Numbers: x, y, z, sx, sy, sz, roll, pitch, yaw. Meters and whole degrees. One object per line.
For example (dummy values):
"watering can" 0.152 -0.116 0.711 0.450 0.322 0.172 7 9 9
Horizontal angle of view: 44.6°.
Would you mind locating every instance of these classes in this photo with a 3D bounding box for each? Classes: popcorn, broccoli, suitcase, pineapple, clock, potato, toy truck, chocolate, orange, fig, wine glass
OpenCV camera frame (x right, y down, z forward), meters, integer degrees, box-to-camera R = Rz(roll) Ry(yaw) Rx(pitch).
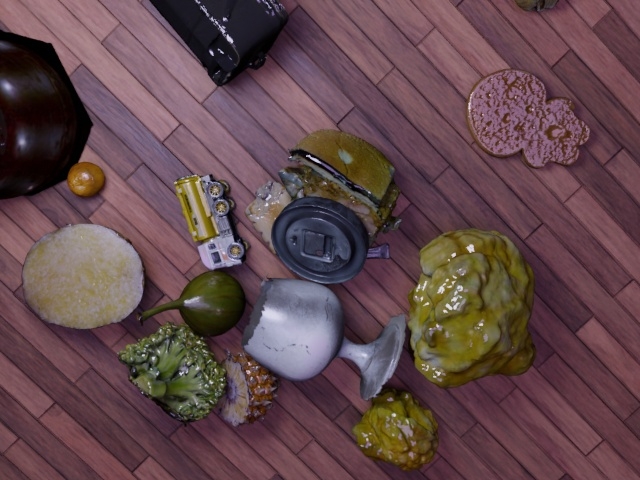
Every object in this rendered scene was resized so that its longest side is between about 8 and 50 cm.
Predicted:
"popcorn" 0.343 0.142 1.695 0.292 0.293 0.334 3 99 -3
"broccoli" -0.317 0.282 1.736 0.242 0.273 0.180 42 76 11
"suitcase" -0.256 -0.532 1.601 0.194 0.283 0.434 -40 97 -14
"pineapple" -0.151 0.338 1.810 0.137 0.161 0.176 -1 96 -39
"clock" 0.000 0.000 1.676 0.215 0.042 0.215 11 131 13
"potato" -0.517 0.077 1.763 0.299 0.116 0.239 -4 92 11
"toy truck" -0.245 -0.045 1.759 0.114 0.098 0.227 -18 96 5
"chocolate" -0.713 -0.256 1.605 0.384 0.331 0.383 0 96 -1
"popcorn" 0.180 0.441 1.798 0.197 0.197 0.155 30 112 -5
"orange" -0.527 -0.138 1.752 0.083 0.070 0.083 3 112 7
"fig" -0.287 0.133 1.715 0.259 0.151 0.151 11 100 -42
"wine glass" -0.001 0.213 1.738 0.323 0.238 0.238 23 97 -13

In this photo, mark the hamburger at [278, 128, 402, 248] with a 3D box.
"hamburger" 0.062 -0.124 1.700 0.288 0.192 0.167 35 131 1

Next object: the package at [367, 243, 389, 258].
"package" 0.105 0.029 1.814 0.110 0.015 0.037 -4 97 -2

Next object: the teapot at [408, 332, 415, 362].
"teapot" 0.257 0.256 1.818 0.098 0.078 0.129 -36 97 4

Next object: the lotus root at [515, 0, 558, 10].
"lotus root" 0.464 -0.596 1.697 0.113 0.088 0.192 -10 98 7

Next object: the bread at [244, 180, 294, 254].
"bread" -0.092 -0.046 1.763 0.119 0.084 0.177 -30 107 6

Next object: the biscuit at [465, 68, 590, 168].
"biscuit" 0.466 -0.270 1.765 0.289 0.044 0.202 21 98 -5
